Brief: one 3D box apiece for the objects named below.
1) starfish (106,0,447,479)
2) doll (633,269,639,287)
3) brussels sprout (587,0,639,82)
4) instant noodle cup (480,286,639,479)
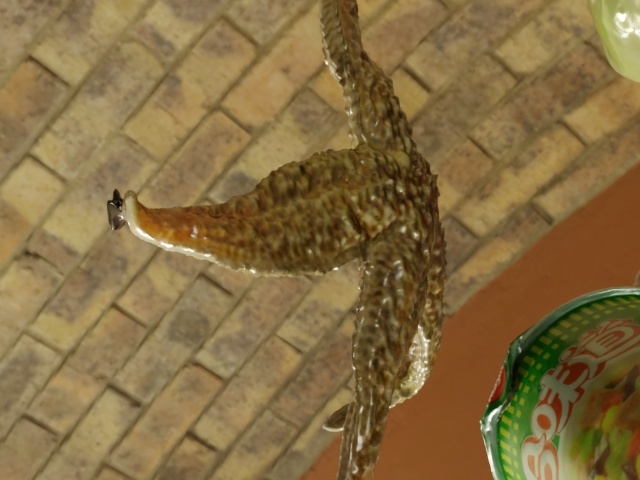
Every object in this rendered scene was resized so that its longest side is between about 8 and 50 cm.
[{"bbox_3d":[0.011,0.002,0.732,0.132,0.398,0.384,2,-151,28],"label":"starfish"},{"bbox_3d":[0.490,0.072,1.199,0.201,0.156,0.303,0,-149,28],"label":"doll"},{"bbox_3d":[0.380,-0.257,0.900,0.274,0.316,0.242,-11,-172,-7],"label":"brussels sprout"},{"bbox_3d":[0.230,0.144,0.589,0.207,0.207,0.233,-52,-170,0],"label":"instant noodle cup"}]
